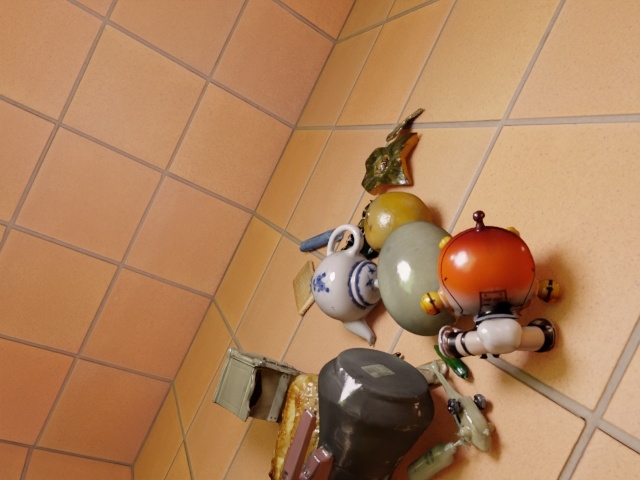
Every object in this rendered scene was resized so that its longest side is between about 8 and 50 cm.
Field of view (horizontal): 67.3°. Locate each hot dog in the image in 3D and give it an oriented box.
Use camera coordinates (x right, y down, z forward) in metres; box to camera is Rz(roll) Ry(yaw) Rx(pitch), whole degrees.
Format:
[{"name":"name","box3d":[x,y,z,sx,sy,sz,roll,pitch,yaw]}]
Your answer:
[{"name":"hot dog","box3d":[-0.029,0.622,1.567,0.367,0.196,0.364,164,115,-67]}]

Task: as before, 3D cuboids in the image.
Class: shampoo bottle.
[{"name":"shampoo bottle","box3d":[0.287,0.533,1.178,0.195,0.056,0.056,-58,25,34]}]

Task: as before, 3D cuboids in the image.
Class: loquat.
[{"name":"loquat","box3d":[0.260,-0.046,1.608,0.244,0.244,0.243,-44,32,37]}]

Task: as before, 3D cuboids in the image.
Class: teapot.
[{"name":"teapot","box3d":[0.087,0.495,1.234,0.306,0.376,0.361,27,107,49]},{"name":"teapot","box3d":[0.115,0.153,1.667,0.280,0.252,0.423,-9,88,43]}]

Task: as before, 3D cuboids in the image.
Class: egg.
[{"name":"egg","box3d":[0.289,0.101,1.366,0.258,0.259,0.351,-38,37,44]}]

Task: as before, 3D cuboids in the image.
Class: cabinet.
[{"name":"cabinet","box3d":[-0.203,0.570,1.849,0.318,0.290,0.227,-8,61,59]}]

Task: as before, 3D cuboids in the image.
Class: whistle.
[{"name":"whistle","box3d":[0.000,0.000,2.238,0.304,0.062,0.062,-22,49,55]}]

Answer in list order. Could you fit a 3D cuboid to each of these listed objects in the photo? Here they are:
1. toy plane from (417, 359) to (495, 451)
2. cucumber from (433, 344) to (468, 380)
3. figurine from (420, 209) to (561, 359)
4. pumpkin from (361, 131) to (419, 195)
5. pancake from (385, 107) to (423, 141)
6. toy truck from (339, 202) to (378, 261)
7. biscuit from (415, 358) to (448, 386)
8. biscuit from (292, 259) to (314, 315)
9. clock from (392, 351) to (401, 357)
[{"name":"toy plane","box3d":[0.337,0.401,1.195,0.286,0.092,0.108,-117,28,-50]},{"name":"cucumber","box3d":[0.356,0.325,1.286,0.039,0.039,0.168,-61,23,7]},{"name":"figurine","box3d":[0.392,0.106,1.125,0.321,0.196,0.322,-9,69,10]},{"name":"pumpkin","box3d":[0.269,-0.299,1.952,0.290,0.095,0.258,-18,48,53]},{"name":"pancake","box3d":[0.338,-0.471,1.980,0.184,0.020,0.190,-34,14,41]},{"name":"toy truck","box3d":[0.171,-0.015,1.861,0.257,0.127,0.127,-61,11,7]},{"name":"biscuit","box3d":[0.304,0.381,1.358,0.147,0.018,0.071,-39,33,45]},{"name":"biscuit","box3d":[-0.068,0.214,2.210,0.160,0.030,0.249,-54,27,23]},{"name":"clock","box3d":[0.172,0.443,1.499,0.232,0.069,0.170,-47,30,31]}]
